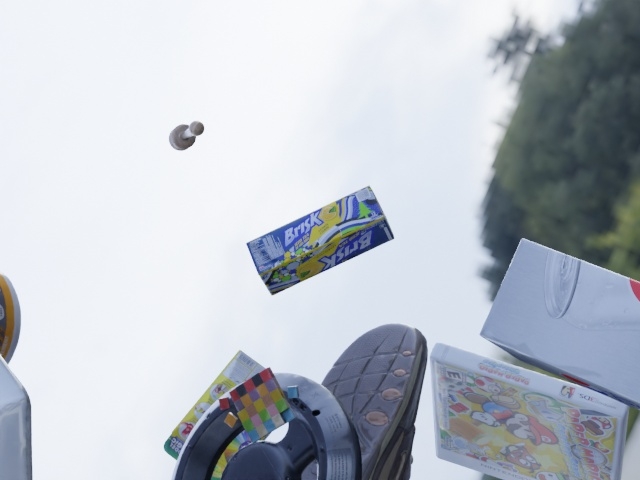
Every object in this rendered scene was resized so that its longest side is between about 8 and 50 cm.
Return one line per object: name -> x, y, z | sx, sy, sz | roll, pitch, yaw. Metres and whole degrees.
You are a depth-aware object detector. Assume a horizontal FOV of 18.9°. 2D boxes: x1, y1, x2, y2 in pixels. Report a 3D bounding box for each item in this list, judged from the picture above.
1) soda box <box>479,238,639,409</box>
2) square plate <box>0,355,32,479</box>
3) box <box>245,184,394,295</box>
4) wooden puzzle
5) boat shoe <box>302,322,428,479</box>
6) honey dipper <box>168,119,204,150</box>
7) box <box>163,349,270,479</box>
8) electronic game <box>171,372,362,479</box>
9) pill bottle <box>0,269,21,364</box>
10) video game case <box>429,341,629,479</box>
soda box -> 0.281, 0.094, 1.605 | 0.091, 0.286, 0.098 | 30, -96, -53
square plate -> -0.338, 0.156, 1.585 | 0.049, 0.344, 0.347 | -20, -44, -31
box -> 0.000, 0.000, 2.328 | 0.169, 0.054, 0.059 | -25, -32, 3
wooden puzzle -> -0.051, 0.141, 1.642 | 0.083, 0.049, 0.006 | -34, -13, 30
boat shoe -> 0.054, 0.280, 2.548 | 0.130, 0.132, 0.355 | 36, -103, -55
honey dipper -> -0.153, -0.126, 2.226 | 0.030, 0.030, 0.160 | -64, 9, -8
box -> -0.124, 0.249, 2.607 | 0.179, 0.105, 0.043 | -49, -10, -26
electronic game -> -0.057, 0.237, 1.841 | 0.048, 0.229, 0.229 | 31, -97, -46
pill bottle -> -0.491, 0.087, 2.205 | 0.278, 0.162, 0.162 | 9, -74, -55
video game case -> 0.216, 0.200, 2.009 | 0.227, 0.206, 0.026 | 82, -151, -56
